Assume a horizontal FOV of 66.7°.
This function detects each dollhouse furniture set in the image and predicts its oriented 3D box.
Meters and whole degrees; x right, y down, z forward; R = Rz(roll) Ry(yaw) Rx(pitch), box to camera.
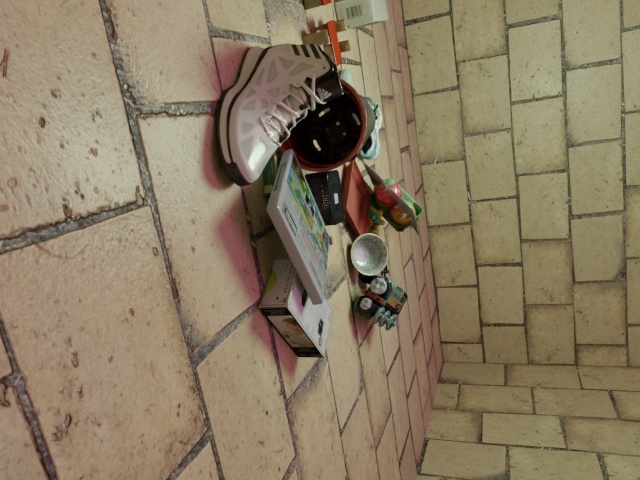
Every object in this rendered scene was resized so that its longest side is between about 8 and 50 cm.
[{"bbox_3d":[0.037,-0.760,1.736,0.262,0.135,0.259,-61,141,-54],"label":"dollhouse furniture set"}]

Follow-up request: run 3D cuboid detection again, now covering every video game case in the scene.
[{"bbox_3d":[-0.049,-0.041,1.333,0.300,0.036,0.329,-83,154,-52],"label":"video game case"}]

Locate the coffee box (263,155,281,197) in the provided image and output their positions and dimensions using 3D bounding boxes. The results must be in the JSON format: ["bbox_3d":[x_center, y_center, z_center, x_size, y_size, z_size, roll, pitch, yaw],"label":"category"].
[{"bbox_3d":[-0.105,-0.170,1.399,0.184,0.040,0.113,12,75,-67],"label":"coffee box"}]

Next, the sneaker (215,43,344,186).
[{"bbox_3d":[-0.086,-0.337,1.186,0.169,0.258,0.447,56,37,-52],"label":"sneaker"}]

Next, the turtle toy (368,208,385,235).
[{"bbox_3d":[0.235,-0.083,2.189,0.066,0.095,0.130,-38,124,-36],"label":"turtle toy"}]

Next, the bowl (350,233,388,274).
[{"bbox_3d":[0.184,0.059,1.994,0.080,0.170,0.170,168,-80,-67],"label":"bowl"}]

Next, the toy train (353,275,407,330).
[{"bbox_3d":[0.257,0.256,2.035,0.190,0.142,0.334,-60,150,-4],"label":"toy train"}]

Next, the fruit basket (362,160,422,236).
[{"bbox_3d":[0.330,-0.188,2.162,0.327,0.165,0.353,49,-4,24],"label":"fruit basket"}]

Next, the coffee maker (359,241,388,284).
[{"bbox_3d":[0.230,0.096,2.126,0.171,0.120,0.178,97,-2,-72],"label":"coffee maker"}]

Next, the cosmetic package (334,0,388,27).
[{"bbox_3d":[0.185,-0.997,2.120,0.309,0.160,0.113,-55,136,-59],"label":"cosmetic package"}]

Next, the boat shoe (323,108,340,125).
[{"bbox_3d":[0.031,-0.464,1.734,0.137,0.049,0.043,44,38,-13],"label":"boat shoe"}]

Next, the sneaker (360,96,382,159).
[{"bbox_3d":[0.211,-0.501,2.167,0.122,0.110,0.283,-18,103,-64],"label":"sneaker"}]

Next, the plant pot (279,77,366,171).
[{"bbox_3d":[0.024,-0.346,1.494,0.265,0.273,0.272,-30,114,-75],"label":"plant pot"}]

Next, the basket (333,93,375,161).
[{"bbox_3d":[0.108,-0.413,1.844,0.227,0.154,0.204,-68,148,-42],"label":"basket"}]

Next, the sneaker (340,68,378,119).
[{"bbox_3d":[0.166,-0.587,2.007,0.094,0.151,0.255,-19,103,-66],"label":"sneaker"}]

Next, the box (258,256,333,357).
[{"bbox_3d":[-0.060,0.194,1.384,0.290,0.087,0.169,62,32,-46],"label":"box"}]

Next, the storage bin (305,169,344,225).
[{"bbox_3d":[0.016,-0.143,1.644,0.122,0.084,0.180,-28,111,-67],"label":"storage bin"}]

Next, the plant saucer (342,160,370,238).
[{"bbox_3d":[0.143,-0.160,2.013,0.259,0.048,0.258,56,37,-50],"label":"plant saucer"}]

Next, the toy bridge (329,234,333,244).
[{"bbox_3d":[0.000,0.000,1.654,0.188,0.026,0.063,-25,107,-67],"label":"toy bridge"}]
